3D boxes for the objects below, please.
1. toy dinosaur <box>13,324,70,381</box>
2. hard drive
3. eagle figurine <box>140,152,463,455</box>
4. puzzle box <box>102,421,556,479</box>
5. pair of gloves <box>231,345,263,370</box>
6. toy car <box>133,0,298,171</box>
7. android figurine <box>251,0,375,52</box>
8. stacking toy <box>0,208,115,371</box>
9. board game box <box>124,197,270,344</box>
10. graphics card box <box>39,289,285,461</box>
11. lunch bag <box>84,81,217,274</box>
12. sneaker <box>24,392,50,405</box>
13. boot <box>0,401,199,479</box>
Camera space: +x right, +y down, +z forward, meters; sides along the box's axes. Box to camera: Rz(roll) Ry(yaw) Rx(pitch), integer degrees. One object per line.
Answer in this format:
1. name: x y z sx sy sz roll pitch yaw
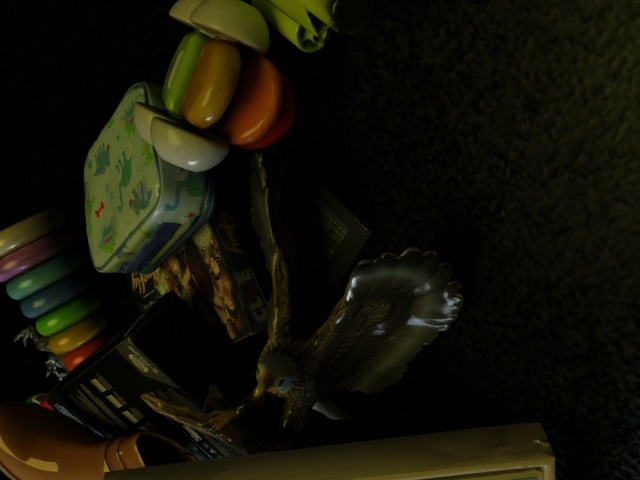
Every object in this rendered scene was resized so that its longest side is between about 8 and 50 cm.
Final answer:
1. toy dinosaur: -0.475 0.185 1.338 0.118 0.064 0.268 -26 90 37
2. hard drive: 0.000 0.000 0.802 0.094 0.022 0.135 46 135 17
3. eagle figurine: -0.017 0.094 0.749 0.298 0.226 0.225 -65 22 9
4. puzzle box: 0.018 0.316 0.722 0.409 0.052 0.271 -8 115 3
5. pair of gloves: -0.111 0.211 1.019 0.159 0.023 0.198 1 110 46
6. toy car: -0.093 -0.147 0.738 0.182 0.136 0.159 37 107 59
7. android figurine: -0.066 -0.270 0.621 0.273 0.056 0.248 45 174 35
8. stacking toy: -0.395 0.123 1.182 0.141 0.141 0.330 -19 101 48
9. board game box: -0.162 0.067 0.965 0.243 0.042 0.165 -31 80 48
10. graphics card box: -0.213 0.226 0.995 0.233 0.094 0.371 45 140 -8
11. lunch bag: -0.206 -0.063 0.888 0.219 0.090 0.176 -39 56 45
12. sneaker: -0.370 0.319 1.199 0.110 0.107 0.275 24 163 48
13. boot: -0.270 0.272 0.919 0.283 0.109 0.220 42 142 -9
